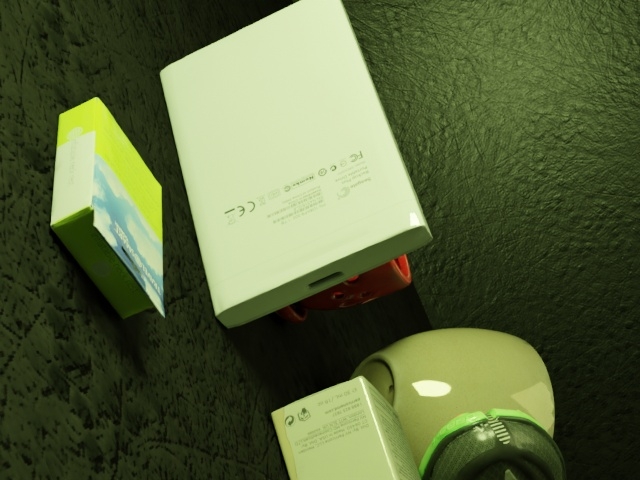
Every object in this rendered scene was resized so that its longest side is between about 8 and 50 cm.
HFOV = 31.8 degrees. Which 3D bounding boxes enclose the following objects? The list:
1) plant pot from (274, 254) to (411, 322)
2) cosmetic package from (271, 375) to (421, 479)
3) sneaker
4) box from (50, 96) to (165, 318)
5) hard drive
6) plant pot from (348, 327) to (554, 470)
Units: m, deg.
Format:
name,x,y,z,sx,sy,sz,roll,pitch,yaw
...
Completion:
name,x,y,z,sx,sy,sz,roll,pitch,yaw
plant pot,0.000,0.000,1.402,0.191,0.174,0.191,-23,90,-82
cosmetic package,0.061,0.315,1.161,0.160,0.113,0.309,53,17,-59
sneaker,0.223,0.409,1.264,0.202,0.185,0.482,-124,-156,-70
box,-0.167,-0.022,0.894,0.178,0.042,0.109,-102,165,-51
hard drive,-0.040,-0.100,1.228,0.047,0.233,0.353,52,17,-54
plant pot,0.138,0.236,1.474,0.191,0.284,0.284,19,35,-26
